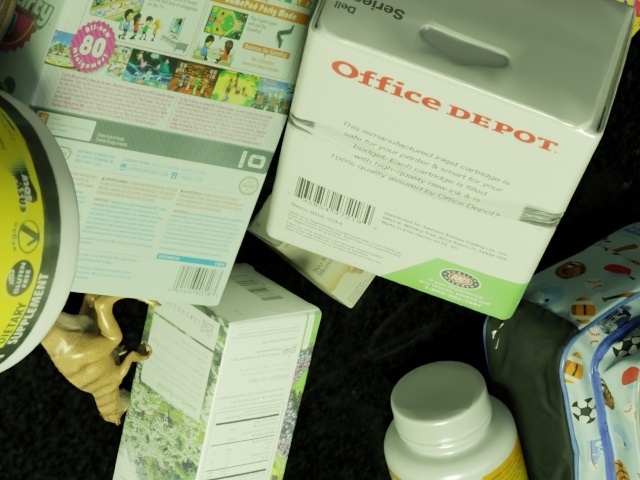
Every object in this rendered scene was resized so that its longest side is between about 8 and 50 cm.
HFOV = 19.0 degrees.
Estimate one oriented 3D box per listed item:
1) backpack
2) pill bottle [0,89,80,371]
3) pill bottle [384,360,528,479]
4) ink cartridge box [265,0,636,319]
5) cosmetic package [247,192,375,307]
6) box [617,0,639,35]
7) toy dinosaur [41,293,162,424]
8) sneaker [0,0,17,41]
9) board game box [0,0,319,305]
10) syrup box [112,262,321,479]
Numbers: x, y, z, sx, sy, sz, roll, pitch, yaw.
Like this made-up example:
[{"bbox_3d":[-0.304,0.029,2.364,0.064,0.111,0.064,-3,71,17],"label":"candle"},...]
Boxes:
[{"bbox_3d":[0.293,0.113,1.744,0.263,0.213,0.276,-37,133,-34],"label":"backpack"},{"bbox_3d":[-0.303,-0.009,1.052,0.334,0.188,0.188,2,111,-57],"label":"pill bottle"},{"bbox_3d":[0.124,0.214,1.685,0.117,0.117,0.215,-34,128,-26],"label":"pill bottle"},{"bbox_3d":[0.083,-0.079,1.329,0.273,0.198,0.115,106,4,-61],"label":"ink cartridge box"},{"bbox_3d":[0.000,0.000,1.505,0.060,0.041,0.115,-56,138,-4],"label":"cosmetic package"},{"bbox_3d":[0.152,-0.293,1.386,0.290,0.177,0.279,-48,138,-12],"label":"box"},{"bbox_3d":[-0.173,0.070,1.362,0.112,0.064,0.211,-51,138,-8],"label":"toy dinosaur"},{"bbox_3d":[-0.214,-0.192,1.155,0.071,0.066,0.188,-9,113,-80],"label":"sneaker"},{"bbox_3d":[-0.124,-0.119,1.277,0.224,0.097,0.303,9,107,-47],"label":"board game box"},{"bbox_3d":[-0.086,0.146,1.466,0.096,0.093,0.237,-6,117,-43],"label":"syrup box"}]
